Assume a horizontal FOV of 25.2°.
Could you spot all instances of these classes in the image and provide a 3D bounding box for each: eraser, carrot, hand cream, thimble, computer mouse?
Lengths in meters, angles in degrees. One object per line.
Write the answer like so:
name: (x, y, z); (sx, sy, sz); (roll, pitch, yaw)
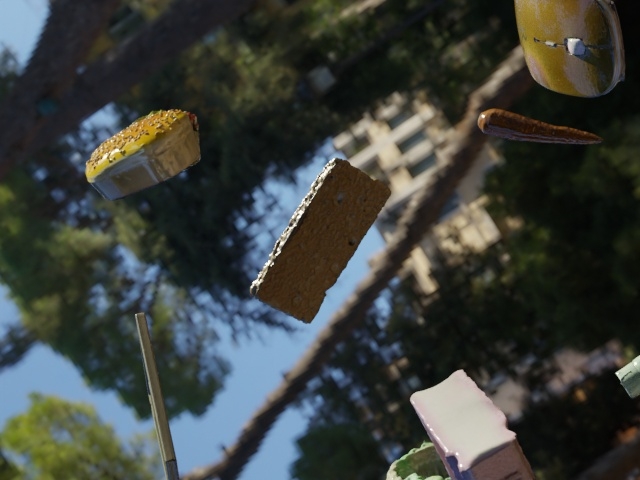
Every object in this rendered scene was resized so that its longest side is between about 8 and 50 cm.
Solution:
eraser: (0.299, 0.427, 2.378); (0.359, 0.122, 0.272); (64, 174, -25)
carrot: (0.373, -0.186, 2.431); (0.048, 0.216, 0.048); (12, -90, -77)
hand cream: (0.542, 0.164, 2.157); (0.078, 0.205, 0.050); (51, -172, -39)
thimble: (0.240, 0.505, 2.872); (0.219, 0.219, 0.150); (-74, -34, -69)
computer mouse: (0.268, -0.234, 1.614); (0.245, 0.056, 0.126); (-135, 30, -67)

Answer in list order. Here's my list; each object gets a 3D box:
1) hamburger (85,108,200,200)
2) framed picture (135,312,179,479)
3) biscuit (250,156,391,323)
hamburger: (-0.304, -0.149, 2.452); (0.116, 0.210, 0.173); (66, -157, -10)
framed picture: (-0.251, 0.289, 2.248); (0.211, 0.020, 0.290); (90, 166, -47)
biscuit: (0.000, 0.000, 1.991); (0.131, 0.231, 0.025); (30, -177, -44)
